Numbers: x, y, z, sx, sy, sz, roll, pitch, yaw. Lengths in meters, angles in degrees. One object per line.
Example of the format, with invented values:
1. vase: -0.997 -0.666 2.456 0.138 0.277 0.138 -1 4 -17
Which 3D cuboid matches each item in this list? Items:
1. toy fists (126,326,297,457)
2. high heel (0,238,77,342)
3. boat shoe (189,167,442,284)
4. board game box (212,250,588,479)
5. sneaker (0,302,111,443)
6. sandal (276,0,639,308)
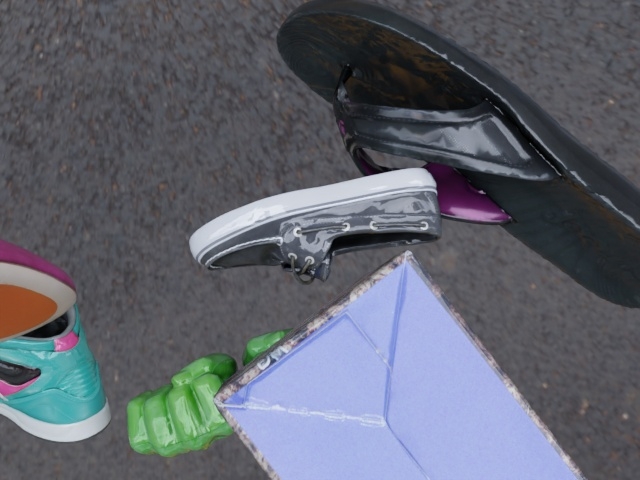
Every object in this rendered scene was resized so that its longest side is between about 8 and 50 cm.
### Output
1. toy fists: -0.078 0.155 1.207 0.279 0.142 0.096 -21 92 2
2. high heel: -0.374 -0.015 0.925 0.127 0.181 0.377 -44 148 20
3. boat shoe: 0.000 0.000 0.992 0.228 0.080 0.076 -13 71 -7
4. board game box: 0.054 0.150 0.750 0.141 0.291 0.232 -37 88 -7
5. sneaker: -0.372 0.109 1.254 0.295 0.124 0.178 11 118 27
6. sandal: 0.136 -0.071 1.022 0.446 0.167 0.107 35 63 5
